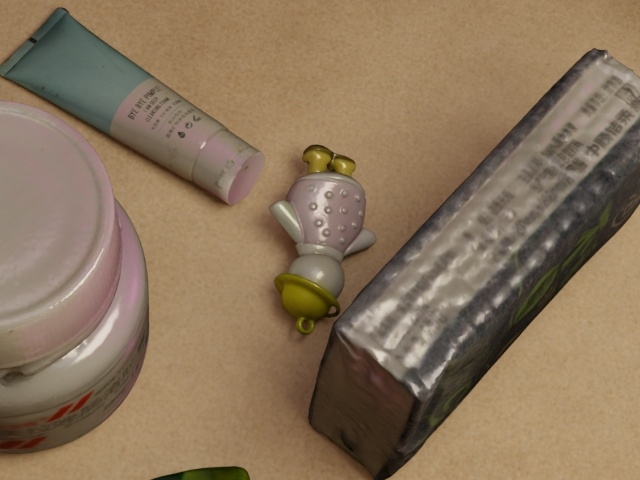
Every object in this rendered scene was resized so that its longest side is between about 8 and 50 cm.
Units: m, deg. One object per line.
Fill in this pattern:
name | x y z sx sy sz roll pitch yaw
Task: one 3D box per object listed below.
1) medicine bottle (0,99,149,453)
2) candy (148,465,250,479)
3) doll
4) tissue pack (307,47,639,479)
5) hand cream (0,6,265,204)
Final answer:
medicine bottle | -0.284 0.039 1.159 0.256 0.325 0.256 3 66 -7
candy | -0.118 0.341 1.186 0.149 0.069 0.246 -7 63 -15
doll | 0.000 0.000 1.341 0.129 0.081 0.207 20 67 -26
tissue pack | 0.163 0.033 1.232 0.124 0.288 0.394 40 69 13
hand cream | -0.207 -0.143 1.401 0.312 0.070 0.111 34 68 17
